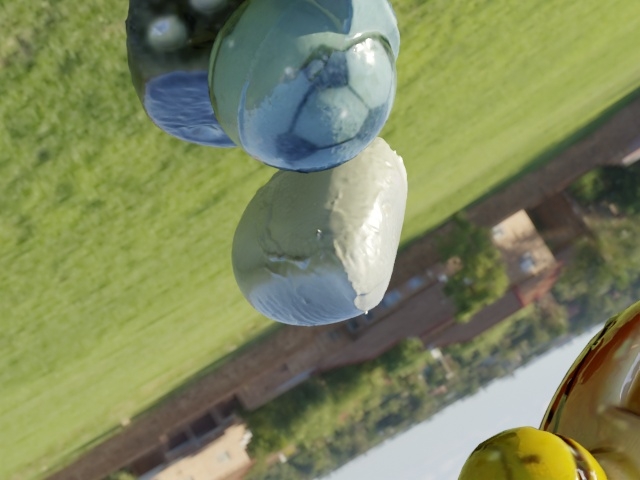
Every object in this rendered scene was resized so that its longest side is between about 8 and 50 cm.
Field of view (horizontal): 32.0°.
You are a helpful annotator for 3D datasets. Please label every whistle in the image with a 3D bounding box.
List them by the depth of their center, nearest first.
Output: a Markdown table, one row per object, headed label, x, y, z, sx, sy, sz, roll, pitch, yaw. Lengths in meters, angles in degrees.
| label | x | y | z | sx | sy | sz | roll | pitch | yaw |
| --- | --- | --- | --- | --- | --- | --- | --- | --- | --- |
| whistle | -0.024 | -0.143 | 0.854 | 0.163 | 0.163 | 0.290 | -32 | 152 | 4 |

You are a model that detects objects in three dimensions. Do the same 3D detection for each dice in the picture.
| label | x | y | z | sx | sy | sz | roll | pitch | yaw |
| --- | --- | --- | --- | --- | --- | --- | --- | --- | --- |
| dice | -0.090 | -0.207 | 1.140 | 0.183 | 0.181 | 0.182 | -2 | 163 | 10 |

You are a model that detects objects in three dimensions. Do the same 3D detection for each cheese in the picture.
| label | x | y | z | sx | sy | sz | roll | pitch | yaw |
| --- | --- | --- | --- | --- | --- | --- | --- | --- | --- |
| cheese | 0.000 | 0.000 | 1.168 | 0.189 | 0.154 | 0.198 | -14 | -138 | 32 |

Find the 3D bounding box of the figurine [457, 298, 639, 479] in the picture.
| label | x | y | z | sx | sy | sz | roll | pitch | yaw |
| --- | --- | --- | --- | --- | --- | --- | --- | --- | --- |
| figurine | 0.173 | 0.149 | 0.487 | 0.323 | 0.320 | 0.196 | -53 | -156 | -6 |
